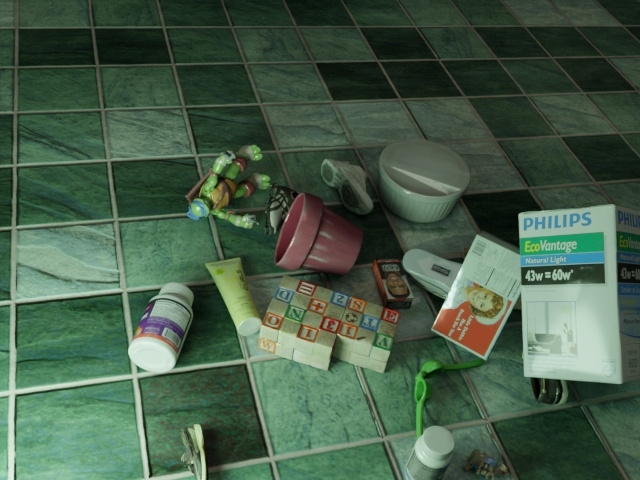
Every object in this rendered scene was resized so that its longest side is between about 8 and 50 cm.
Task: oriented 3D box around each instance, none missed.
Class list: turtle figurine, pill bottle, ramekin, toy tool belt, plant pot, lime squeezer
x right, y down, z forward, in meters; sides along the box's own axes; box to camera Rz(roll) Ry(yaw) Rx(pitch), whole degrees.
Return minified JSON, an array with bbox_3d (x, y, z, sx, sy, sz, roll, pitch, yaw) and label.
[{"bbox_3d":[-0.205,-0.145,1.969,0.198,0.274,0.266,46,41,-7],"label":"turtle figurine"},{"bbox_3d":[-0.348,0.189,1.656,0.108,0.108,0.194,12,43,1],"label":"pill bottle"},{"bbox_3d":[0.289,-0.166,2.145,0.272,0.127,0.273,7,43,-6],"label":"ramekin"},{"bbox_3d":[0.223,0.439,1.496,0.078,0.137,0.078,6,44,-6],"label":"pill bottle"},{"bbox_3d":[0.348,0.479,1.554,0.083,0.052,0.051,27,77,20],"label":"toy tool belt"},{"bbox_3d":[0.000,0.000,1.880,0.180,0.201,0.201,21,42,-13],"label":"plant pot"},{"bbox_3d":[0.258,0.341,1.680,0.110,0.059,0.310,51,48,-3],"label":"lime squeezer"}]

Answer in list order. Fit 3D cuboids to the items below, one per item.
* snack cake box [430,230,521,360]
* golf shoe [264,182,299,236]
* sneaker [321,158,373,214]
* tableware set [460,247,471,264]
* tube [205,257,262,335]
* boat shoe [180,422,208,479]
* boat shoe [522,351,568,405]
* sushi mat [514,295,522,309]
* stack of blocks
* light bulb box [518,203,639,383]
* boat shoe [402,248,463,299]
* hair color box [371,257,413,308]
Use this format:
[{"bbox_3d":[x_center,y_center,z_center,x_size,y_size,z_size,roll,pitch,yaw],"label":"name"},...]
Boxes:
[{"bbox_3d":[0.390,0.129,1.759,0.152,0.265,0.089,28,16,15],"label":"snack cake box"},{"bbox_3d":[-0.103,-0.084,2.015,0.093,0.077,0.198,10,45,-2],"label":"golf shoe"},{"bbox_3d":[0.101,-0.166,2.136,0.115,0.090,0.232,-13,50,-29],"label":"sneaker"},{"bbox_3d":[0.435,0.067,1.992,0.141,0.020,0.169,10,44,23],"label":"tableware set"},{"bbox_3d":[-0.206,0.126,1.792,0.070,0.062,0.240,32,20,-42],"label":"tube"},{"bbox_3d":[-0.251,0.434,1.468,0.049,0.056,0.152,-7,37,-12],"label":"boat shoe"},{"bbox_3d":[0.521,0.284,1.760,0.068,0.081,0.228,5,46,-12],"label":"boat shoe"},{"bbox_3d":[0.594,0.137,1.974,0.316,0.019,0.152,7,45,-5],"label":"sushi mat"},{"bbox_3d":[0.023,0.209,1.728,0.297,0.087,0.171,17,44,6],"label":"stack of blocks"},{"bbox_3d":[0.629,0.119,1.645,0.225,0.361,0.357,-5,-6,44],"label":"light bulb box"},{"bbox_3d":[0.332,0.112,1.896,0.267,0.088,0.096,22,68,19],"label":"boat shoe"},{"bbox_3d":[0.184,0.109,1.898,0.071,0.043,0.141,-2,46,-15],"label":"hair color box"}]
